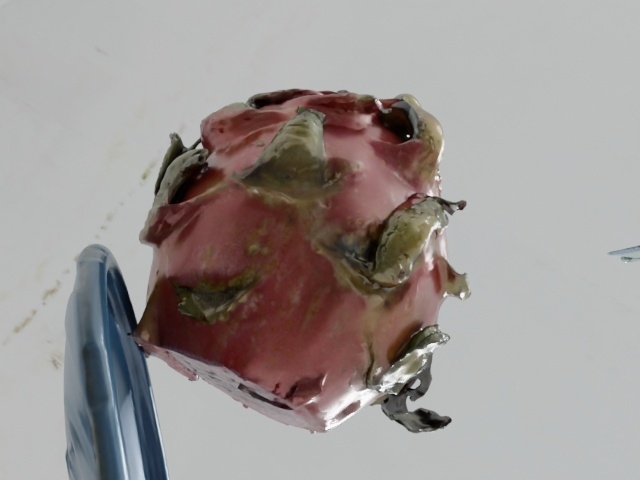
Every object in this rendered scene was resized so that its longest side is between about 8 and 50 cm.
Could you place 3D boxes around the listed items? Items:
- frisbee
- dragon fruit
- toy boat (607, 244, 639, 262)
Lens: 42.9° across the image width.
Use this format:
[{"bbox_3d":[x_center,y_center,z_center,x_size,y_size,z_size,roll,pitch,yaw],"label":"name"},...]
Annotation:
[{"bbox_3d":[-0.136,0.147,0.538,0.049,0.289,0.289,-11,-108,-9],"label":"frisbee"},{"bbox_3d":[0.000,0.000,0.668,0.269,0.250,0.291,19,-113,23],"label":"dragon fruit"},{"bbox_3d":[0.330,-0.070,0.526,0.291,0.210,0.070,-30,-85,31],"label":"toy boat"}]
